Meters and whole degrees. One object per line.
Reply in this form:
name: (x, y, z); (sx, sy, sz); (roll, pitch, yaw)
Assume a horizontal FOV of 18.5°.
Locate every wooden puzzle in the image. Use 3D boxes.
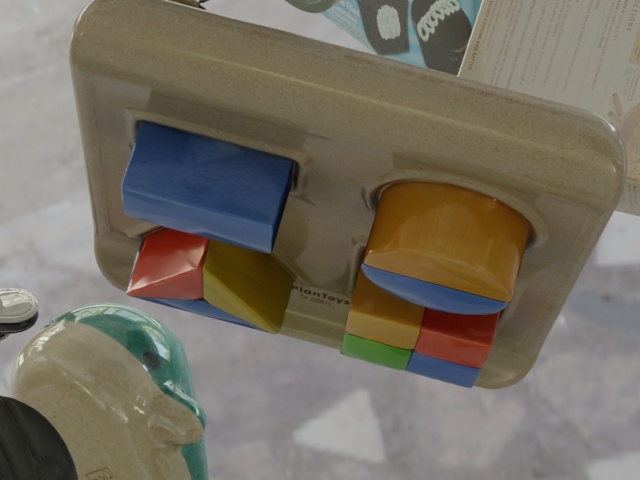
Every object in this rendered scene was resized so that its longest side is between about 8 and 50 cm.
wooden puzzle: (0.000, 0.000, 1.223); (0.322, 0.348, 0.080); (15, 65, 3)

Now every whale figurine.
whale figurine: (-0.160, 0.176, 1.815); (0.216, 0.272, 0.141); (-27, 14, 48)

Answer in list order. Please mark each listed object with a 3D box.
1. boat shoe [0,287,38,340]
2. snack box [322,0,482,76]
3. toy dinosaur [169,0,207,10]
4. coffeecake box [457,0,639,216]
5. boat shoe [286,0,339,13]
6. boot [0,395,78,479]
boat shoe: (-0.258, 0.060, 1.513); (0.125, 0.038, 0.046); (4, 26, 42)
snack box: (0.073, -0.247, 1.709); (0.060, 0.187, 0.322); (-18, 34, -22)
toy dinosaur: (-0.114, -0.201, 1.435); (0.092, 0.053, 0.183); (51, 35, 10)
coffeecake box: (0.185, -0.097, 1.229); (0.186, 0.068, 0.142); (14, 75, 16)
boat shoe: (-0.049, -0.273, 1.079); (0.091, 0.302, 0.114); (-38, 17, -28)
boot: (-0.422, 0.213, 1.327); (0.367, 0.146, 0.445); (-19, 3, -37)
